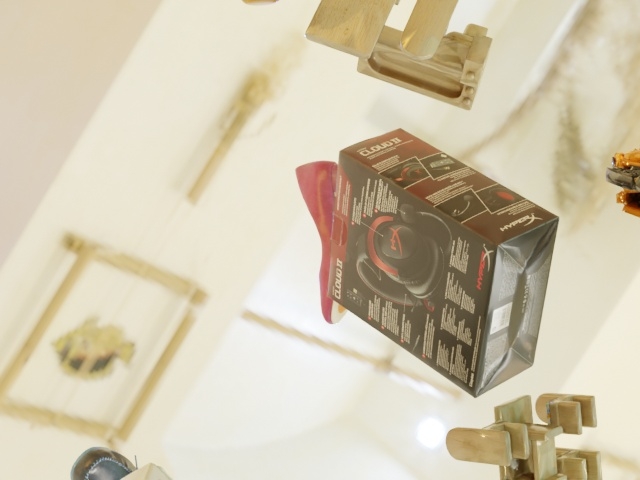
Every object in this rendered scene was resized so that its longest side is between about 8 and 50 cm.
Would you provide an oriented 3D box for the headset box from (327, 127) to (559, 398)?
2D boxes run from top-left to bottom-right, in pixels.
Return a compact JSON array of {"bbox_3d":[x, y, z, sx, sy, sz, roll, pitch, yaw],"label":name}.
[{"bbox_3d":[0.128,0.015,1.725,0.110,0.218,0.293,-23,-139,-36],"label":"headset box"}]

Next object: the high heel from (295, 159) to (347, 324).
[{"bbox_3d":[0.000,0.000,2.078,0.117,0.244,0.082,3,168,24],"label":"high heel"}]

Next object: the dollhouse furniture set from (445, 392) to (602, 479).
[{"bbox_3d":[0.240,0.324,1.857,0.161,0.242,0.212,-1,-173,42],"label":"dollhouse furniture set"}]

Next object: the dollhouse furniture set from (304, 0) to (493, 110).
[{"bbox_3d":[0.068,-0.155,1.269,0.144,0.123,0.151,20,148,6],"label":"dollhouse furniture set"}]

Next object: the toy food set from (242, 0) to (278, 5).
[{"bbox_3d":[-0.048,-0.276,1.249,0.111,0.104,0.232,-4,180,12],"label":"toy food set"}]

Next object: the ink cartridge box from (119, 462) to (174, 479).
[{"bbox_3d":[-0.212,0.397,1.747,0.153,0.087,0.208,51,-153,-17],"label":"ink cartridge box"}]

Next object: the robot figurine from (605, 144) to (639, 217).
[{"bbox_3d":[0.498,-0.062,1.775,0.291,0.085,0.211,12,-159,31],"label":"robot figurine"}]

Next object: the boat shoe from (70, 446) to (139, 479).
[{"bbox_3d":[-0.284,0.397,2.202,0.089,0.109,0.258,31,167,39],"label":"boat shoe"}]
